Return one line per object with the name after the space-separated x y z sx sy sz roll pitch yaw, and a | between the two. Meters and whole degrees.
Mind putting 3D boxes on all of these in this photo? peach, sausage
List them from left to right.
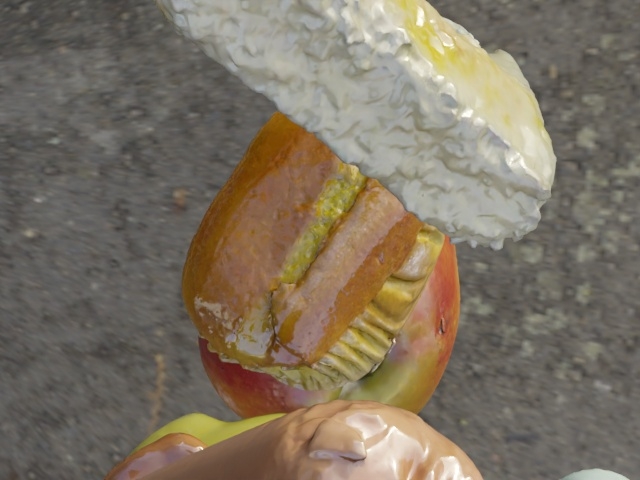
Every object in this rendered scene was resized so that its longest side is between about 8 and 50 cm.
-0.032 0.124 0.687 0.086 0.289 0.086 8 71 -26 | sausage
0.011 0.072 2.043 0.289 0.372 0.373 19 87 -26 | peach

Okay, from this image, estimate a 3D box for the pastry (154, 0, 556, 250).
0.012 -0.091 0.763 0.258 0.121 0.089 33 105 -35 | pastry

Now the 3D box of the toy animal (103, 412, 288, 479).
-0.041 0.223 1.260 0.191 0.338 0.216 -27 82 2 | toy animal

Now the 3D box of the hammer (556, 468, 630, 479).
0.203 0.145 0.820 0.193 0.116 0.070 -15 115 -2 | hammer

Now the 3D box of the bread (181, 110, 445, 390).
0.000 0.000 1.579 0.204 0.156 0.288 34 90 15 | bread

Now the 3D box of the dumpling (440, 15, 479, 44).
0.074 -0.169 1.791 0.131 0.252 0.179 35 56 -33 | dumpling
